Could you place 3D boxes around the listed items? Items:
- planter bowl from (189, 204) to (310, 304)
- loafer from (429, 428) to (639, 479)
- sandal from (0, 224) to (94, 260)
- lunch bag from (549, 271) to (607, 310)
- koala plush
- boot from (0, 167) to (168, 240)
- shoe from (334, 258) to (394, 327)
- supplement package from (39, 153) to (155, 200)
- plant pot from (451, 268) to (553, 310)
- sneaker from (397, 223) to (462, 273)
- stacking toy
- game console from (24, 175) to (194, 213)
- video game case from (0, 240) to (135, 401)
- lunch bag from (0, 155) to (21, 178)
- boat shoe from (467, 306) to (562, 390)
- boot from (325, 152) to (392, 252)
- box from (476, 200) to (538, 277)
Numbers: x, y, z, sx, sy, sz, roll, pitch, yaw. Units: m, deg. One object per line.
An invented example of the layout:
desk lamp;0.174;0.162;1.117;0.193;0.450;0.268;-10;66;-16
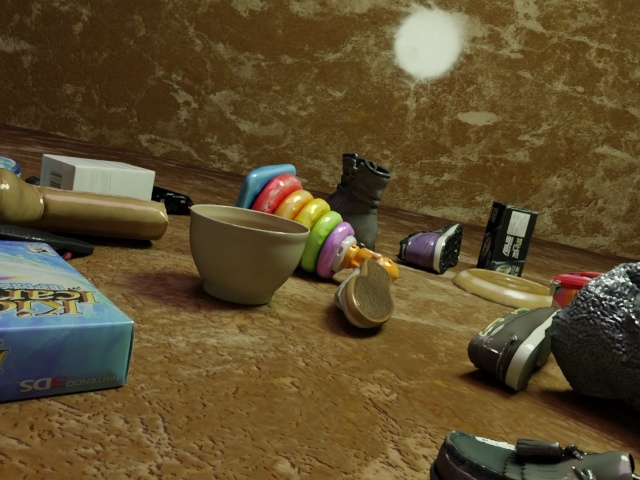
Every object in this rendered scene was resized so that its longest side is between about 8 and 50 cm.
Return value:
planter bowl;-0.103;0.022;0.753;0.161;0.109;0.162;12;9;-2
loafer;0.206;0.169;0.349;0.267;0.084;0.096;17;11;26
sandal;-0.358;0.012;0.730;0.067;0.040;0.179;19;-4;8
lunch bag;0.531;0.123;0.899;0.258;0.120;0.293;4;4;-38
koala plush;0.375;0.127;0.567;0.203;0.197;0.221;-1;12;-7
boot;-0.360;-0.048;0.832;0.269;0.089;0.236;7;0;-32
shoe;0.062;0.084;0.795;0.076;0.058;0.219;44;16;1
supplement package;-0.423;-0.096;1.056;0.105;0.105;0.179;17;10;30
plant pot;0.398;0.101;1.171;0.236;0.033;0.236;12;10;-2
sneaker;0.270;0.006;1.365;0.124;0.107;0.283;10;8;23
stacking toy;0.000;0.000;0.969;0.301;0.166;0.175;27;23;17
game console;-0.473;-0.105;1.248;0.213;0.044;0.361;18;10;38
video game case;-0.325;0.052;0.442;0.269;0.061;0.244;4;14;-43
lunch bag;-0.638;-0.114;0.948;0.218;0.090;0.176;10;7;-22
boat shoe;0.257;0.121;0.709;0.068;0.081;0.227;23;16;31
boot;0.048;-0.101;1.327;0.118;0.223;0.338;4;12;-36
box;0.448;0.004;1.348;0.077;0.180;0.147;13;10;4
